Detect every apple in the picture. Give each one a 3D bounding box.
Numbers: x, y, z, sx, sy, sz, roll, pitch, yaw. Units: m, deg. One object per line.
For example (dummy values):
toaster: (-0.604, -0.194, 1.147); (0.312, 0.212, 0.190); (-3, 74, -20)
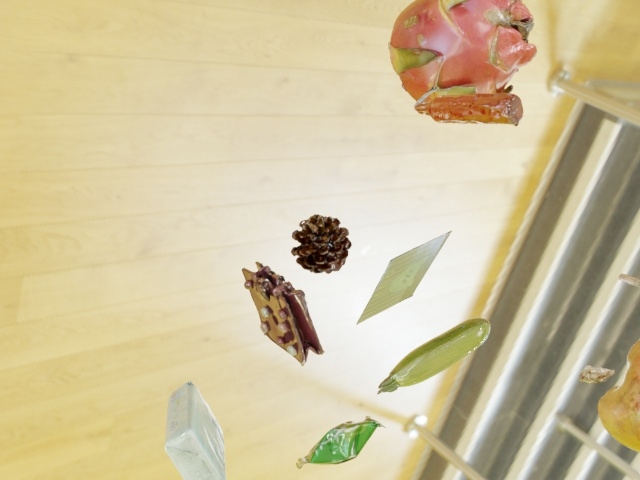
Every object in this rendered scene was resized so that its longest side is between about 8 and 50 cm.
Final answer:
apple: (0.816, 0.381, 1.853); (0.251, 0.163, 0.293); (26, 99, -13)

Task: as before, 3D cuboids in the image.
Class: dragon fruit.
dragon fruit: (0.328, -0.435, 1.743); (0.305, 0.226, 0.305); (1, 87, -31)

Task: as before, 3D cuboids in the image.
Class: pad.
pad: (0.203, 0.097, 1.967); (0.202, 0.005, 0.300); (-24, 154, -31)

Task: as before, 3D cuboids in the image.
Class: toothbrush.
toothbrush: (0.884, 0.115, 2.251); (0.354, 0.029, 0.024); (-11, 117, -80)

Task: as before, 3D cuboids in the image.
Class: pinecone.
pinecone: (0.001, 0.001, 1.744); (0.140, 0.140, 0.121); (-38, 153, -20)

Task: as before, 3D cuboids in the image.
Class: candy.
candy: (0.040, 0.445, 1.719); (0.203, 0.078, 0.141); (-26, 159, -13)

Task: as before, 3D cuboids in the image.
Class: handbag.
handbag: (-0.090, 0.165, 1.815); (0.074, 0.203, 0.216); (-33, 126, -20)

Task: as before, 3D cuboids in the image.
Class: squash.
squash: (0.286, 0.298, 2.035); (0.341, 0.094, 0.094); (-32, 142, -1)

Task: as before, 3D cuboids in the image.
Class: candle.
candle: (0.183, -0.173, 1.016); (0.053, 0.162, 0.048); (-10, 105, -45)

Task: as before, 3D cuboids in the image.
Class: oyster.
oyster: (0.598, 0.296, 1.738); (0.093, 0.051, 0.034); (-2, 102, -10)

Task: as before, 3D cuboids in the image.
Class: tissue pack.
tissue pack: (-0.287, 0.458, 1.820); (0.089, 0.263, 0.177); (-28, 106, 0)
